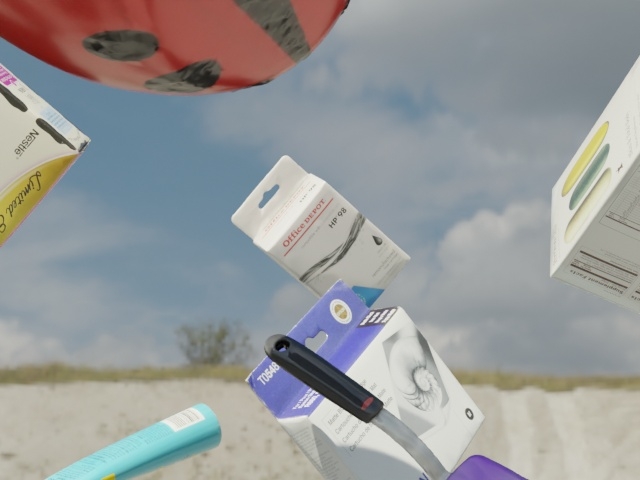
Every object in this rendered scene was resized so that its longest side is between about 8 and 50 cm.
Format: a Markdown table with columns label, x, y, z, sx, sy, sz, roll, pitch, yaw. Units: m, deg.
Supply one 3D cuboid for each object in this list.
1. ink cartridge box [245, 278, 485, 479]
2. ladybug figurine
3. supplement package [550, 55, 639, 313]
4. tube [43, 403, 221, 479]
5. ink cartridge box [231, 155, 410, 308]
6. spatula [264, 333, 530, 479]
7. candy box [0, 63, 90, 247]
| label | x | y | z | sx | sy | sz | roll | pitch | yaw |
| --- | --- | --- | --- | --- | --- | --- | --- | --- | --- |
| ink cartridge box | 0.055 | 0.166 | 1.210 | 0.224 | 0.223 | 0.045 | 50 | -51 | -5 |
| ladybug figurine | -0.087 | -0.218 | 0.756 | 0.305 | 0.162 | 0.449 | -42 | -17 | 6 |
| supplement package | 0.443 | -0.066 | 1.501 | 0.198 | 0.199 | 0.263 | 21 | -50 | -6 |
| tube | -0.202 | 0.231 | 1.240 | 0.207 | 0.052 | 0.080 | -18 | 1 | -37 |
| ink cartridge box | 0.000 | 0.000 | 1.323 | 0.180 | 0.104 | 0.060 | 41 | -2 | -22 |
| spatula | 0.067 | 0.169 | 1.019 | 0.296 | 0.084 | 0.030 | 36 | -31 | 18 |
| candy box | -0.328 | -0.094 | 0.947 | 0.233 | 0.159 | 0.071 | 40 | 9 | -12 |
